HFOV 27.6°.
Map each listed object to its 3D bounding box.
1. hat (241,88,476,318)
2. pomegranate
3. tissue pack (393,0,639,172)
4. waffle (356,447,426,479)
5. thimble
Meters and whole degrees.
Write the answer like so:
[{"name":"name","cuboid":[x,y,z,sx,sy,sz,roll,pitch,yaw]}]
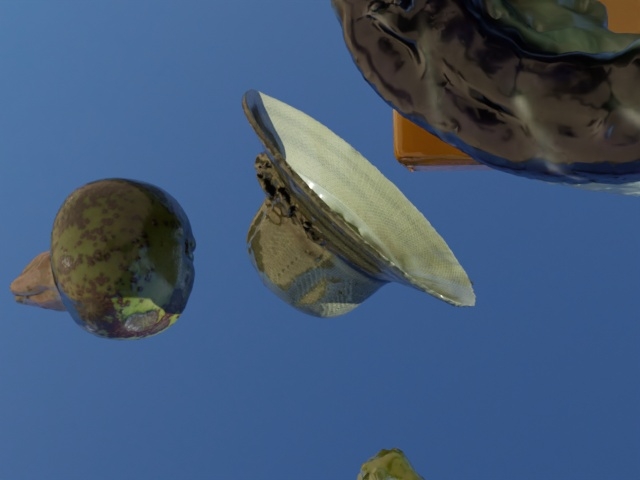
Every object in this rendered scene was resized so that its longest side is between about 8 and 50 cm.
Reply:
[{"name":"hat","cuboid":[0.000,0.000,1.043,0.110,0.252,0.252,-47,-142,13]},{"name":"pomegranate","cuboid":[-0.173,0.021,1.079,0.163,0.125,0.138,-30,-116,47]},{"name":"tissue pack","cuboid":[0.193,-0.145,0.967,0.274,0.145,0.194,0,-94,6]},{"name":"waffle","cuboid":[0.083,0.273,0.698,0.073,0.297,0.317,-45,165,-56]},{"name":"thimble","cuboid":[0.113,-0.135,0.514,0.237,0.150,0.237,0,-90,21]}]
